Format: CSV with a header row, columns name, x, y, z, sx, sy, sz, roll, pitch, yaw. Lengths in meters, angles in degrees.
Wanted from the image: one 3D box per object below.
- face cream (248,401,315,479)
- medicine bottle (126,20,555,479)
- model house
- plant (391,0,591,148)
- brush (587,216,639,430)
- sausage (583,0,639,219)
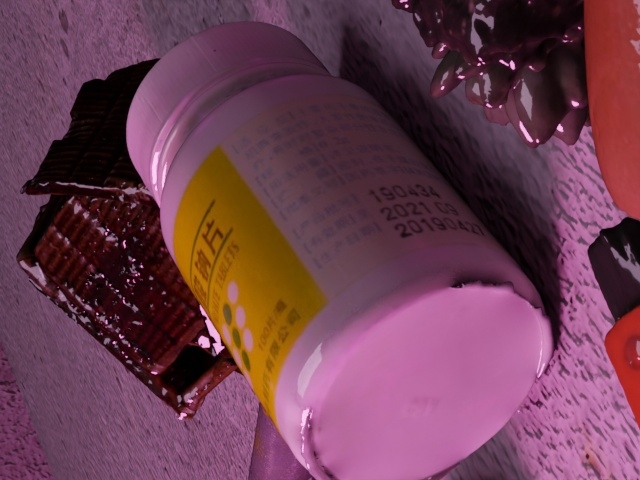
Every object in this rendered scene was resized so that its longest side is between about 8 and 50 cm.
name,x,y,z,sx,sy,sz,roll,pitch,yaw
face cream,-0.029,0.185,1.690,0.283,0.073,0.073,100,147,-50
medicine bottle,0.000,0.000,1.280,0.378,0.214,0.213,-126,28,-44
model house,-0.130,-0.049,1.646,0.297,0.317,0.282,30,135,-3
plant,0.120,-0.153,0.970,0.129,0.132,0.194,-132,37,-55
brush,0.240,0.136,0.994,0.070,0.051,0.323,-50,55,58
sausage,0.188,-0.155,0.805,0.121,0.121,0.304,-140,38,-57
